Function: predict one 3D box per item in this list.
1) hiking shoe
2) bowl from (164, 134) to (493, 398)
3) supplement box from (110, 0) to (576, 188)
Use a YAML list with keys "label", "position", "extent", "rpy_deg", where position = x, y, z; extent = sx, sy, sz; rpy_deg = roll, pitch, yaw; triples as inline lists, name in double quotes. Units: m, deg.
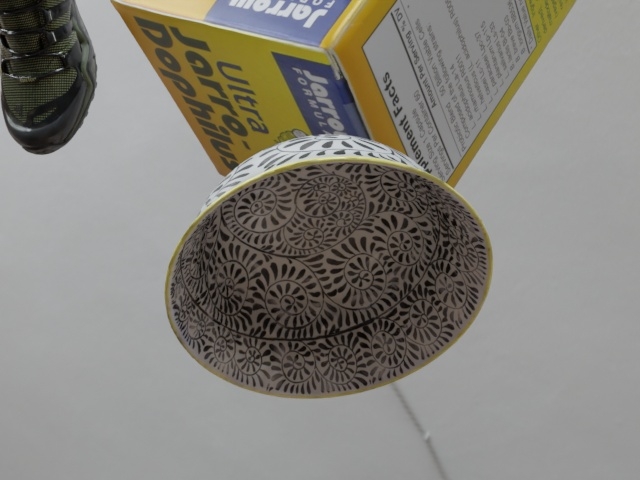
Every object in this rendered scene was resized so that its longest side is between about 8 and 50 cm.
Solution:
- label: "hiking shoe"
  position: [-0.238, -0.183, 0.924]
  extent: [0.086, 0.114, 0.226]
  rpy_deg: [-5, -99, 20]
- label: "bowl"
  position: [0.000, 0.000, 0.626]
  extent: [0.170, 0.080, 0.170]
  rpy_deg: [-6, -48, -6]
- label: "supplement box"
  position: [0.056, -0.213, 0.853]
  extent: [0.195, 0.356, 0.194]
  rpy_deg: [19, -27, 35]
